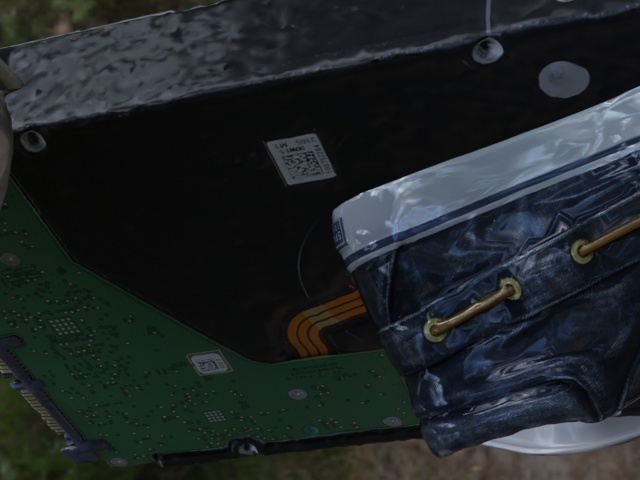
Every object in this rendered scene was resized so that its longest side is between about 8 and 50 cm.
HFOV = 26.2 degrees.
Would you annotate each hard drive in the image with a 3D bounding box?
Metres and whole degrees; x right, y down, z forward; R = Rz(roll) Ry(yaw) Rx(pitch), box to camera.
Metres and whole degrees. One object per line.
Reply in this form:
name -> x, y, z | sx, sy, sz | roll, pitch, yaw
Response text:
hard drive -> 0.000, 0.000, 0.584 | 0.338, 0.237, 0.064 | -10, 46, 18

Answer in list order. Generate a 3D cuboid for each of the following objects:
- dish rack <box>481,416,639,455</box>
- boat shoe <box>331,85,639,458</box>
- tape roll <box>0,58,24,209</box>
dish rack -> 0.219, 0.074, 1.042 | 0.285, 0.332, 0.072 | 2, 104, 60
boat shoe -> 0.101, -0.002, 0.402 | 0.065, 0.183, 0.083 | 8, -119, -83
tape roll -> -0.234, 0.083, 0.356 | 0.392, 0.072, 0.392 | -37, 27, 22
